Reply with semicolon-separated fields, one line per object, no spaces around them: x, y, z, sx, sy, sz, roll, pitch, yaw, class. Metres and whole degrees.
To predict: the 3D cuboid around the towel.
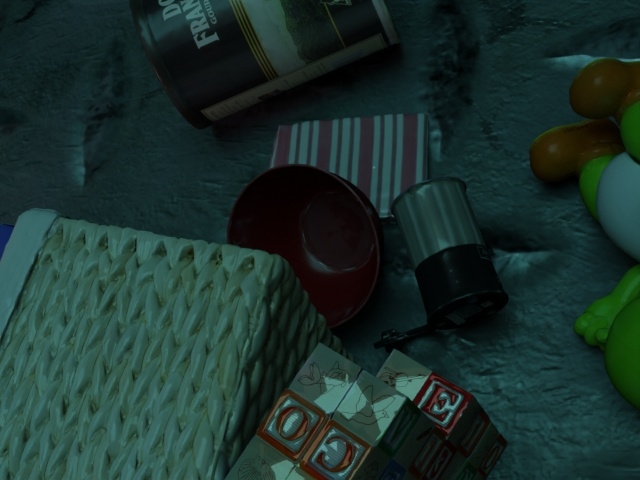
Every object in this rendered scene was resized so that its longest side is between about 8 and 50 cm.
0.032;-0.081;1.109;0.197;0.029;0.144;-3;64;17;towel

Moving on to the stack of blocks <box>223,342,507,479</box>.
0.056;0.189;0.802;0.087;0.297;0.171;28;78;31;stack of blocks

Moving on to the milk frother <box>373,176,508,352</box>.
0.105;0.032;0.962;0.143;0.129;0.134;-18;63;5;milk frother

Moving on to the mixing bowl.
0.000;0.000;1.018;0.182;0.098;0.181;7;105;26;mixing bowl

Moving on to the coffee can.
-0.065;-0.282;1.143;0.275;0.201;0.201;-22;59;9;coffee can

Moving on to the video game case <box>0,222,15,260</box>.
-0.289;0.148;0.971;0.061;0.244;0.269;12;76;21;video game case

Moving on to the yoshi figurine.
0.305;0.014;0.870;0.203;0.204;0.362;-34;59;21;yoshi figurine

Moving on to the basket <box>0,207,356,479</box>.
-0.149;0.185;0.873;0.267;0.328;0.331;6;66;19;basket
